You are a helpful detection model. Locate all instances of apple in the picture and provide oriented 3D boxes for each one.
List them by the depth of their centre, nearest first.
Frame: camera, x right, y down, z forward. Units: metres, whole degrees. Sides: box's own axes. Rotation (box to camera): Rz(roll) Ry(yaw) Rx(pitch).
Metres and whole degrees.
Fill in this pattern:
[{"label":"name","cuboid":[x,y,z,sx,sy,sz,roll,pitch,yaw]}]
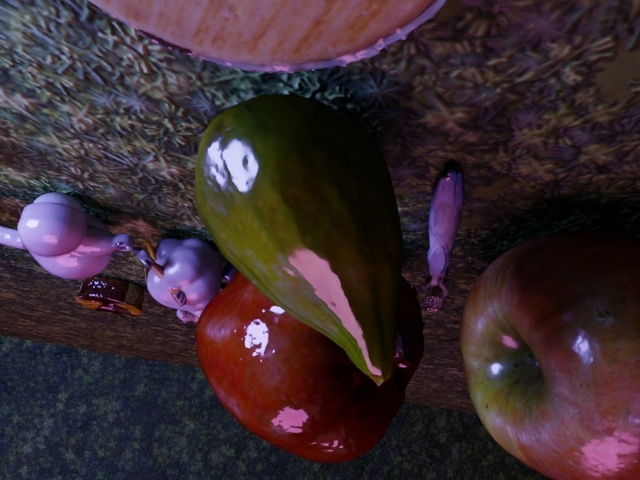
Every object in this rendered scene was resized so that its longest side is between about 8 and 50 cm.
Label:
[{"label":"apple","cuboid":[0.306,0.126,0.588,0.250,0.277,0.309,-1,-174,-13]}]

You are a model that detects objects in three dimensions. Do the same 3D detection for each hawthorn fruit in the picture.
[{"label":"hawthorn fruit","cuboid":[-0.020,0.136,0.696,0.311,0.295,0.295,-12,153,19]}]

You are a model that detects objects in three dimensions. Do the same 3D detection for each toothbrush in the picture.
[{"label":"toothbrush","cuboid":[0.154,0.017,0.674,0.035,0.042,0.413,4,156,12]}]

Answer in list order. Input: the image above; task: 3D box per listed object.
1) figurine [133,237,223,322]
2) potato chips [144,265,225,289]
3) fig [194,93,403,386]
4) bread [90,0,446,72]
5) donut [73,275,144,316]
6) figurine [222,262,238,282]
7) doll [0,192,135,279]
[{"label":"figurine","cuboid":[-0.200,0.060,0.805,0.112,0.137,0.229,-23,165,-10]},{"label":"potato chips","cuboid":[-0.195,0.131,1.055,0.080,0.057,0.407,-6,155,23]},{"label":"fig","cuboid":[0.003,-0.017,0.438,0.233,0.167,0.167,38,154,-4]},{"label":"bread","cuboid":[-0.045,-0.176,0.243,0.267,0.040,0.267,7,160,3]},{"label":"donut","cuboid":[-0.441,0.118,1.108,0.140,0.059,0.140,8,159,3]},{"label":"figurine","cuboid":[-0.092,0.126,0.950,0.205,0.103,0.260,-10,143,35]},{"label":"doll","cuboid":[-0.435,-0.020,0.709,0.365,0.094,0.160,8,151,-3]}]
